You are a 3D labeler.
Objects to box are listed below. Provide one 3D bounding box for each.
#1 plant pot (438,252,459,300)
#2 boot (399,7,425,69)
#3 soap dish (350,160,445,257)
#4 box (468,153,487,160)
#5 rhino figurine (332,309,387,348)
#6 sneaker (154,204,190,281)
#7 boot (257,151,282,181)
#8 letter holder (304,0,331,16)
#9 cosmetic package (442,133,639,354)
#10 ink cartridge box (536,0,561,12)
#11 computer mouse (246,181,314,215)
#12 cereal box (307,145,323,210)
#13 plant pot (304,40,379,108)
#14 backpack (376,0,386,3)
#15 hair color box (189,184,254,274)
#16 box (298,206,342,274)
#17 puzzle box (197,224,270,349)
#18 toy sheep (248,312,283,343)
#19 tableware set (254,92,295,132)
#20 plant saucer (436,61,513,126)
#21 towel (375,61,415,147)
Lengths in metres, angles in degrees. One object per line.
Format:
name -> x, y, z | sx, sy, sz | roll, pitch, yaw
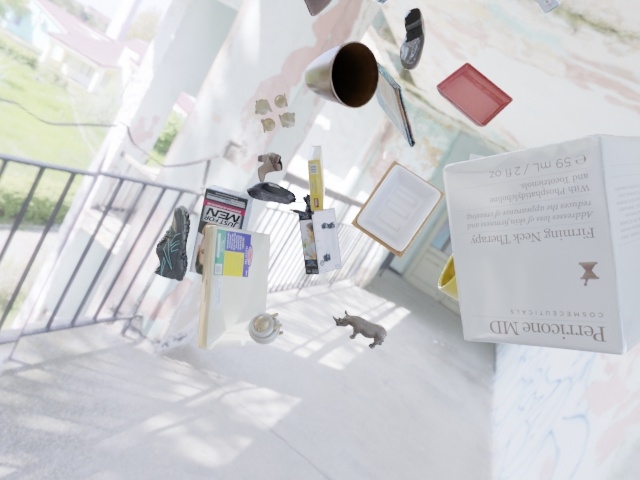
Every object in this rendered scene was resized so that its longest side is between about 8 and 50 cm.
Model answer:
plant pot -> 0.515, 0.099, 1.433 | 0.239, 0.254, 0.254 | 32, 10, 5
boot -> 0.419, -0.855, 2.125 | 0.112, 0.305, 0.115 | -4, -23, 33
soap dish -> 0.287, -0.116, 1.831 | 0.229, 0.290, 0.118 | 35, 0, 5
box -> 0.628, -0.195, 1.463 | 0.322, 0.058, 0.232 | 19, 12, 31
rhino figurine -> 0.162, 0.359, 2.017 | 0.243, 0.106, 0.073 | 25, 37, 0
sneaker -> -0.494, 0.011, 1.624 | 0.106, 0.267, 0.101 | 8, 16, -5
boot -> -0.176, -0.256, 1.727 | 0.087, 0.118, 0.042 | 8, 36, 13
letter holder -> 0.047, -0.837, 1.458 | 0.152, 0.301, 0.214 | -1, -44, 31
cosmetic package -> 0.511, 0.000, 1.054 | 0.327, 0.393, 0.329 | -9, 2, -42
ink cartridge box -> 0.643, -0.815, 1.427 | 0.232, 0.189, 0.066 | 41, -28, -18
computer mouse -> -0.138, -0.164, 1.848 | 0.262, 0.060, 0.184 | 10, -17, 10
cereal box -> -0.012, -0.221, 1.691 | 0.047, 0.173, 0.240 | -3, 23, 4
plant pot -> 0.049, -0.580, 1.723 | 0.215, 0.215, 0.230 | 23, -1, -40
backpack -> 0.295, -1.100, 2.115 | 0.117, 0.173, 0.158 | 33, 8, -22
hair color box -> -0.417, -0.028, 2.068 | 0.185, 0.374, 0.113 | 15, 15, 2
box -> 0.000, 0.000, 2.224 | 0.087, 0.289, 0.169 | -2, 8, 42
puzzle box -> -0.291, 0.162, 1.691 | 0.052, 0.408, 0.272 | -1, -7, 37
toy sheep -> -0.145, 0.231, 1.280 | 0.091, 0.091, 0.132 | 35, -26, 21
tableware set -> -0.188, -0.525, 2.018 | 0.169, 0.141, 0.020 | -19, 14, -17
plant saucer -> 0.632, -0.596, 2.024 | 0.259, 0.258, 0.047 | 43, -30, 10
towel -> 0.272, -0.560, 1.912 | 0.370, 0.040, 0.271 | -111, 174, -47
